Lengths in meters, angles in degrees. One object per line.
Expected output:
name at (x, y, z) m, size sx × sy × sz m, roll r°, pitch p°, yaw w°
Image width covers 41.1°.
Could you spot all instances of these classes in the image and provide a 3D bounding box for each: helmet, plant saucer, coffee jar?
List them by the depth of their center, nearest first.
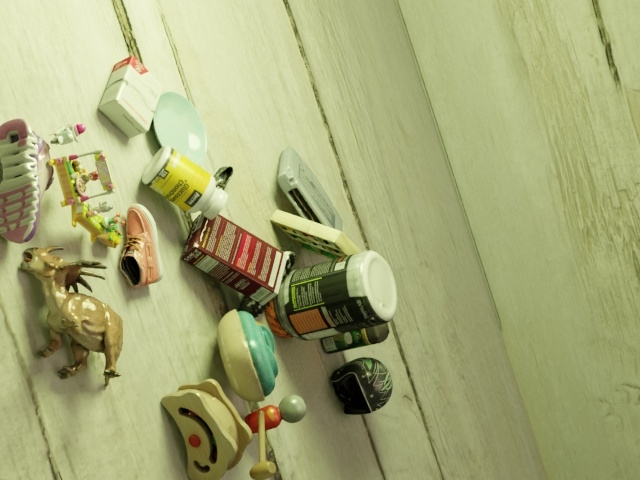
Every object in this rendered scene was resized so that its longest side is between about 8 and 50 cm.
plant saucer at (-0.349, -0.262, 2.064) m, size 0.195 × 0.037 × 0.195 m, roll 34°, pitch 48°, yaw -48°
helmet at (0.126, 0.411, 2.426) m, size 0.169 × 0.161 × 0.169 m, roll 35°, pitch 48°, yaw -49°
coffee jar at (0.100, 0.266, 2.428) m, size 0.096 × 0.184 × 0.079 m, roll -12°, pitch 86°, yaw -61°

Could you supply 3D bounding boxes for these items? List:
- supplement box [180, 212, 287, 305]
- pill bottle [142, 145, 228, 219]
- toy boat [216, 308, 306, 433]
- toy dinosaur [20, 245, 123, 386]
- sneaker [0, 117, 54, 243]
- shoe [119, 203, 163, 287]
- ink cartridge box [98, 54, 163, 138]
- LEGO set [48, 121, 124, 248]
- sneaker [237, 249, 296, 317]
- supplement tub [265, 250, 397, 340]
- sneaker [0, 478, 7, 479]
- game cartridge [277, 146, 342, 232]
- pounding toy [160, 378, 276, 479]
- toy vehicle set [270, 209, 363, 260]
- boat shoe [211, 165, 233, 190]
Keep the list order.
supplement box at (-0.204, 0.040, 2.047) m, size 0.239 × 0.073 × 0.130 m, roll 32°, pitch 45°, yaw -21°
pill bottle at (-0.306, -0.127, 1.954) m, size 0.184 × 0.103 × 0.103 m, roll 35°, pitch 44°, yaw -22°
toy boat at (-0.137, 0.306, 1.988) m, size 0.267 × 0.148 × 0.318 m, roll -121°, pitch -166°, yaw -63°
toy dinosaur at (-0.442, 0.145, 1.624) m, size 0.200 × 0.127 × 0.296 m, roll -84°, pitch 150°, yaw -46°
sneaker at (-0.545, -0.106, 1.600) m, size 0.104 × 0.095 × 0.236 m, roll 38°, pitch 45°, yaw -67°
shoe at (-0.391, 0.011, 1.826) m, size 0.081 × 0.063 × 0.178 m, roll -22°, pitch 100°, yaw -66°
ink cartridge box at (-0.427, -0.323, 1.930) m, size 0.109 × 0.063 × 0.150 m, roll 47°, pitch 39°, yaw -40°
LEGO set at (-0.434, -0.091, 1.678) m, size 0.132 × 0.107 × 0.287 m, roll -90°, pitch 165°, yaw -58°
sneaker at (-0.161, 0.105, 2.172) m, size 0.234 × 0.106 × 0.078 m, roll -56°, pitch 158°, yaw -32°
supplement tub at (0.024, 0.151, 2.219) m, size 0.193 × 0.316 × 0.194 m, roll 35°, pitch 48°, yaw -50°
sneaker at (-0.554, 0.418, 1.325) m, size 0.215 × 0.083 × 0.084 m, roll -2°, pitch 76°, yaw -62°
game cartridge at (-0.029, -0.122, 2.480) m, size 0.294 × 0.060 × 0.196 m, roll 55°, pitch 22°, yaw -25°
pounding toy at (-0.219, 0.420, 1.858) m, size 0.269 × 0.154 × 0.155 m, roll 55°, pitch 29°, yaw 4°
toy vehicle set at (0.000, 0.000, 2.327) m, size 0.166 × 0.267 × 0.035 m, roll 43°, pitch 74°, yaw -42°
boat shoe at (-0.260, -0.145, 2.156) m, size 0.049 × 0.040 × 0.142 m, roll 57°, pitch 33°, yaw -28°
